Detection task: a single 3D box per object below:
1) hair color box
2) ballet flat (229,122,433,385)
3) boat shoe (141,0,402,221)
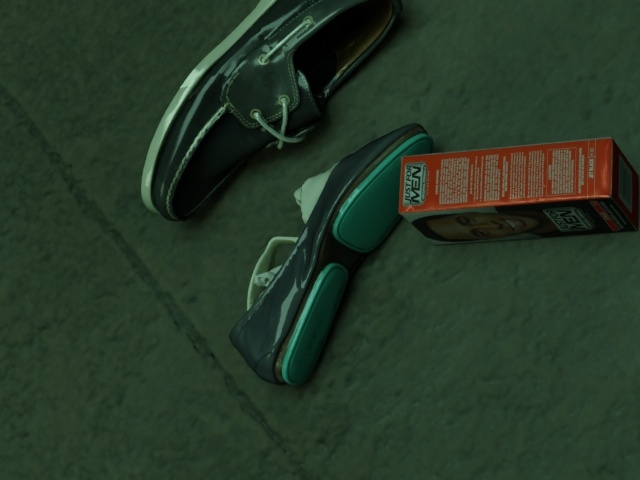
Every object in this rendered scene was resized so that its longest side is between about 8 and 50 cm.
[{"bbox_3d":[0.129,-0.031,1.083,0.141,0.072,0.043,-4,71,24],"label":"hair color box"},{"bbox_3d":[0.000,0.000,1.134,0.074,0.074,0.203,28,87,30],"label":"ballet flat"},{"bbox_3d":[-0.038,-0.103,1.177,0.079,0.084,0.233,40,88,30],"label":"boat shoe"}]
